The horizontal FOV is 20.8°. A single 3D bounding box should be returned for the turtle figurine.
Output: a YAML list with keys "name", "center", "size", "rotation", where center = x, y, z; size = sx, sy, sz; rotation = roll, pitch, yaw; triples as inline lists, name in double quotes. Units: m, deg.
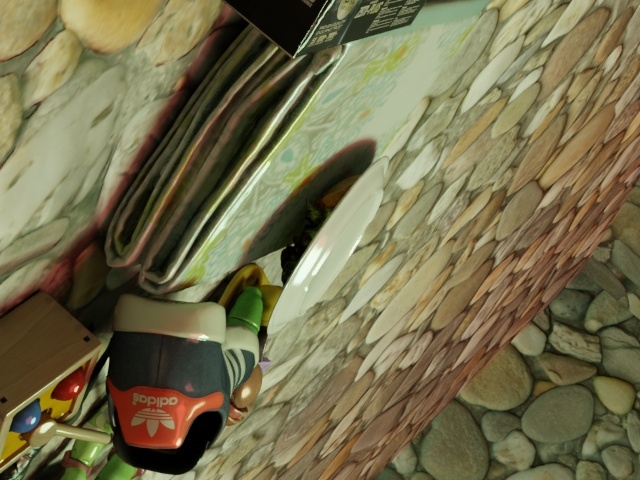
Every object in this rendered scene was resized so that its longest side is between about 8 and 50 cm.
- name: "turtle figurine"
  center: [-0.179, 0.269, 1.824]
  size: [0.274, 0.198, 0.266]
  rotation: [-51, 172, 19]

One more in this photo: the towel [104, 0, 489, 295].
- name: "towel"
  center: [-0.010, -0.115, 1.544]
  size: [0.320, 0.090, 0.374]
  rotation: [-52, 167, 25]

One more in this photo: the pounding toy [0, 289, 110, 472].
- name: "pounding toy"
  center: [-0.240, 0.134, 1.452]
  size: [0.130, 0.100, 0.141]
  rotation: [-38, 163, -39]

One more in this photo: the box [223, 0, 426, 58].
- name: "box"
  center: [-0.011, -0.204, 1.149]
  size: [0.077, 0.147, 0.180]
  rotation: [-56, 165, 27]

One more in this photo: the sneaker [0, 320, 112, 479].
- name: "sneaker"
  center: [-0.254, 0.153, 1.582]
  size: [0.170, 0.051, 0.089]
  rotation: [-45, 167, -38]

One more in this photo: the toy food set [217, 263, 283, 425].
- name: "toy food set"
  center: [-0.081, 0.132, 1.871]
  size: [0.218, 0.071, 0.128]
  rotation: [-63, 157, -25]

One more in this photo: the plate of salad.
- name: "plate of salad"
  center: [0.000, 0.000, 1.623]
  size: [0.200, 0.048, 0.200]
  rotation: [-55, 172, -11]

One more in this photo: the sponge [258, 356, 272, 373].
- name: "sponge"
  center: [-0.131, 0.180, 2.082]
  size: [0.117, 0.031, 0.210]
  rotation: [-51, 167, 7]

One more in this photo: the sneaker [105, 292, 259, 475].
- name: "sneaker"
  center: [-0.135, 0.141, 1.608]
  size: [0.350, 0.131, 0.148]
  rotation: [54, 41, -79]
